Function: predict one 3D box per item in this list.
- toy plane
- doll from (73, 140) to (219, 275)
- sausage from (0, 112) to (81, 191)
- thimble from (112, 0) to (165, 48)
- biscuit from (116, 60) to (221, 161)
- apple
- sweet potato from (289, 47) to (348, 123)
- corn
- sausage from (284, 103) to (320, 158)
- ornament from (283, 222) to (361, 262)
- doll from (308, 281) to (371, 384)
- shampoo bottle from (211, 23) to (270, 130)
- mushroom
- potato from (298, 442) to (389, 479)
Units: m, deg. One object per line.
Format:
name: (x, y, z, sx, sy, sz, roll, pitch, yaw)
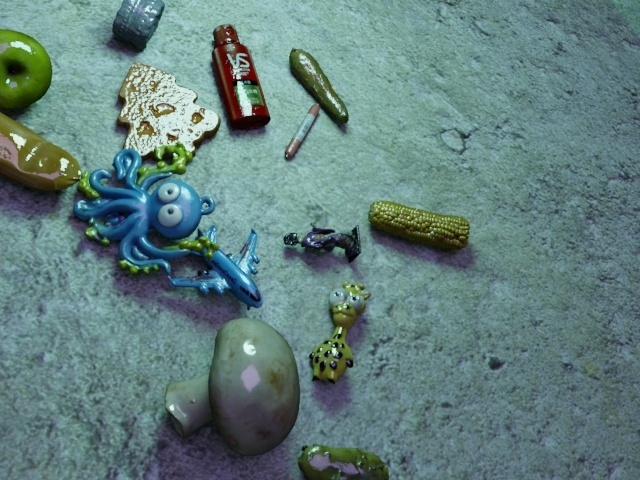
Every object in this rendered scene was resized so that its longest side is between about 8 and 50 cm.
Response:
toy plane: (-0.230, 0.074, 1.707, 0.254, 0.105, 0.271, -31, 67, -28)
doll: (-0.421, -0.086, 1.685, 0.342, 0.098, 0.345, -4, 69, -5)
sausage: (-0.731, -0.216, 1.653, 0.354, 0.116, 0.134, 33, 45, -8)
thimble: (-0.490, -0.601, 1.899, 0.098, 0.150, 0.150, 26, 60, -14)
biscuit: (-0.423, -0.341, 1.863, 0.284, 0.043, 0.306, -24, 78, -24)
apple: (-0.752, -0.414, 1.695, 0.197, 0.196, 0.157, -10, 31, -24)
sweet potato: (-0.002, -0.449, 2.060, 0.075, 0.075, 0.273, -32, 84, -29)
corn: (0.274, -0.041, 1.965, 0.313, 0.102, 0.101, 11, 64, -12)
sausage: (-0.050, -0.314, 2.001, 0.029, 0.029, 0.223, 31, 60, -5)
ornament: (0.002, -0.007, 1.851, 0.203, 0.088, 0.081, 10, 63, -15)
doll: (0.050, 0.225, 1.763, 0.117, 0.086, 0.291, 10, 58, 17)
shampoo bottle: (-0.232, -0.459, 1.971, 0.118, 0.076, 0.314, -9, 71, -21)
mushroom: (-0.193, 0.320, 1.538, 0.290, 0.297, 0.297, -8, 68, 2)
potato: (0.055, 0.532, 1.622, 0.226, 0.090, 0.117, 19, 62, -13)
